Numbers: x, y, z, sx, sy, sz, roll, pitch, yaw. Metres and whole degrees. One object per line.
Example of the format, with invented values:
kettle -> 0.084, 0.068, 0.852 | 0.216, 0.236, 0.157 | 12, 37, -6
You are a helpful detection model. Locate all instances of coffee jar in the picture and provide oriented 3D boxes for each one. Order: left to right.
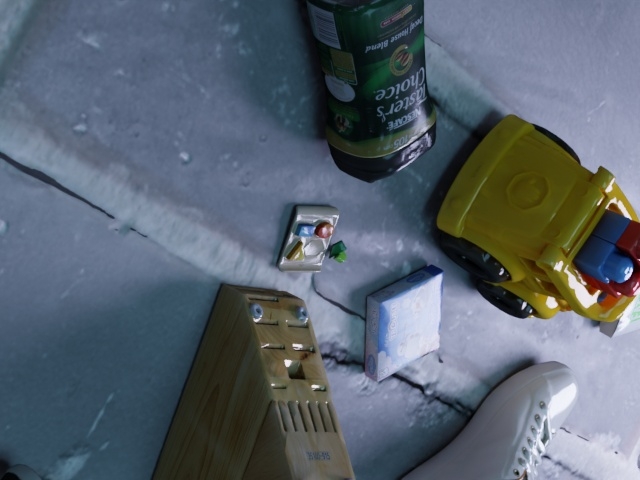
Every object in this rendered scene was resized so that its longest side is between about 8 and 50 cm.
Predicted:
coffee jar -> 0.046, -0.143, 1.571 | 0.096, 0.079, 0.184 | -36, 135, -30

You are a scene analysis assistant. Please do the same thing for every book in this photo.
book -> 0.374, 0.052, 2.104 | 0.144, 0.035, 0.096 | -13, 125, -46

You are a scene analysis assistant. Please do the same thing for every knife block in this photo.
knife block -> -0.094, 0.205, 1.629 | 0.088, 0.242, 0.275 | 9, 59, -52

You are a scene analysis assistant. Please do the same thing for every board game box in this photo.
board game box -> 0.081, 0.079, 1.789 | 0.090, 0.020, 0.090 | -25, 129, -37

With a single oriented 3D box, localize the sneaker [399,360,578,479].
sneaker -> 0.198, 0.242, 1.937 | 0.290, 0.123, 0.106 | -40, 135, -28

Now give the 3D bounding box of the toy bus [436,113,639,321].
toy bus -> 0.249, 0.007, 1.787 | 0.149, 0.211, 0.220 | -56, 143, -11

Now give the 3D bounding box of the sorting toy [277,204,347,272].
sorting toy -> 0.000, 0.000, 1.655 | 0.083, 0.012, 0.062 | 1, 110, -49

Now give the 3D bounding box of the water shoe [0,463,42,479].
water shoe -> -0.269, 0.273, 1.460 | 0.080, 0.073, 0.203 | 5, 107, -45
